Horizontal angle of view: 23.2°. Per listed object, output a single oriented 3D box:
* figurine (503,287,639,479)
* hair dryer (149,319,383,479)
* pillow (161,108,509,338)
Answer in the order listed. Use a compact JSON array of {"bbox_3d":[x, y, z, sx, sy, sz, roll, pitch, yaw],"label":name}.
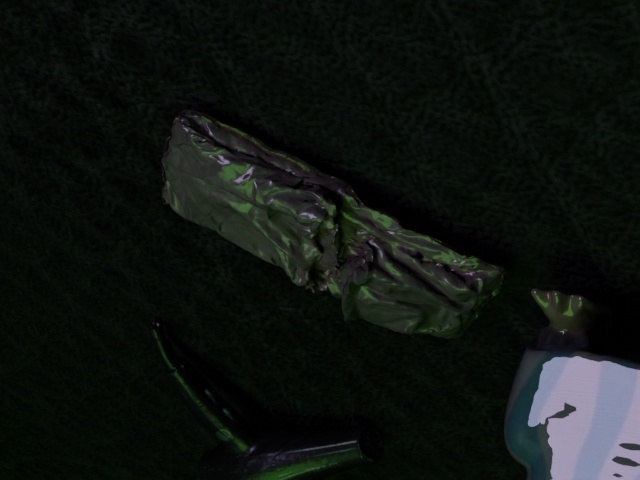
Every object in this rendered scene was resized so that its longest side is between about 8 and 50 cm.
[{"bbox_3d":[0.253,0.229,1.137,0.266,0.361,0.378,11,-178,29],"label":"figurine"},{"bbox_3d":[-0.073,0.146,1.380,0.196,0.075,0.219,-18,123,38],"label":"hair dryer"},{"bbox_3d":[0.000,0.000,1.082,0.248,0.049,0.135,28,156,0],"label":"pillow"}]
